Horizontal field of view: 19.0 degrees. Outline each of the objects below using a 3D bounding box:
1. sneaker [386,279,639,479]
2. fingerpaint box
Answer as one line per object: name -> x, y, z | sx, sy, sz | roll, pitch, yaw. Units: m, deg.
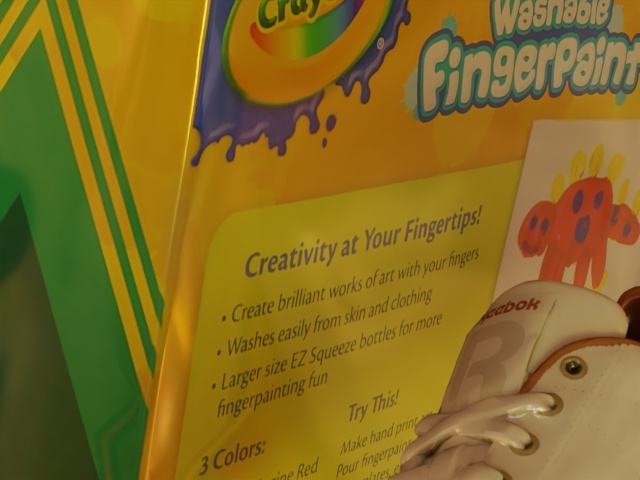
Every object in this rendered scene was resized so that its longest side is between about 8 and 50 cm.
sneaker -> 0.049, 0.087, 0.630 | 0.106, 0.123, 0.290 | -15, -175, 43
fingerpaint box -> 0.000, 0.000, 0.919 | 0.163, 0.371, 0.445 | 19, -162, 31
